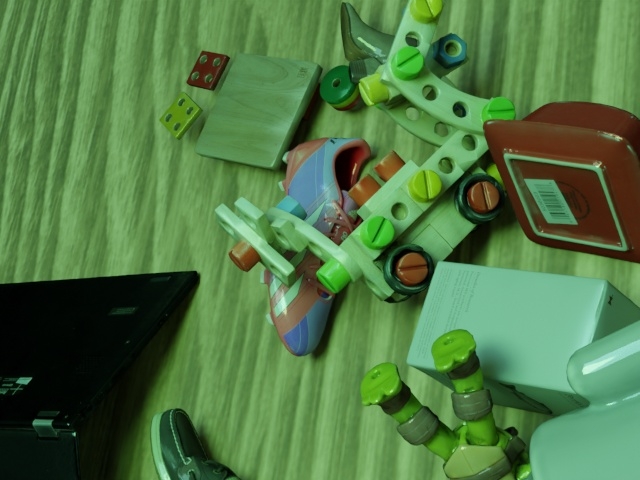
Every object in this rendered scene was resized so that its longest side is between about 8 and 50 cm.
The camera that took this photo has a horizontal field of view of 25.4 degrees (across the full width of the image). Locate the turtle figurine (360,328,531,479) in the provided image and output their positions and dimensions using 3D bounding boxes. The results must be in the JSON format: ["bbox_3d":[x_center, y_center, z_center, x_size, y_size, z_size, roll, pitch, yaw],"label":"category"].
[{"bbox_3d":[0.145,0.181,1.208,0.270,0.217,0.087,-21,21,29],"label":"turtle figurine"}]

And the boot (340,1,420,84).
[{"bbox_3d":[0.070,-0.211,1.545,0.087,0.042,0.118,-4,65,-7],"label":"boot"}]

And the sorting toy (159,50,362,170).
[{"bbox_3d":[-0.070,-0.144,1.638,0.274,0.046,0.132,13,75,42],"label":"sorting toy"}]

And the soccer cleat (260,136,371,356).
[{"bbox_3d":[0.000,0.000,1.484,0.095,0.083,0.248,-12,57,29],"label":"soccer cleat"}]

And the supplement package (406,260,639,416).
[{"bbox_3d":[0.187,0.091,1.263,0.179,0.105,0.105,6,70,41],"label":"supplement package"}]

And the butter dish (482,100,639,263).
[{"bbox_3d":[0.251,-0.072,1.292,0.160,0.160,0.118,11,51,41],"label":"butter dish"}]

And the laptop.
[{"bbox_3d":[-0.336,0.256,1.649,0.382,0.236,0.408,-4,35,37],"label":"laptop"}]

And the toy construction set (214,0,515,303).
[{"bbox_3d":[0.058,-0.065,1.381,0.328,0.151,0.215,-44,90,-1],"label":"toy construction set"}]

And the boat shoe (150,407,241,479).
[{"bbox_3d":[-0.109,0.261,1.430,0.073,0.080,0.223,-31,56,15],"label":"boat shoe"}]

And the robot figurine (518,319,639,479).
[{"bbox_3d":[0.290,0.191,1.037,0.353,0.200,0.300,-22,98,13],"label":"robot figurine"}]
